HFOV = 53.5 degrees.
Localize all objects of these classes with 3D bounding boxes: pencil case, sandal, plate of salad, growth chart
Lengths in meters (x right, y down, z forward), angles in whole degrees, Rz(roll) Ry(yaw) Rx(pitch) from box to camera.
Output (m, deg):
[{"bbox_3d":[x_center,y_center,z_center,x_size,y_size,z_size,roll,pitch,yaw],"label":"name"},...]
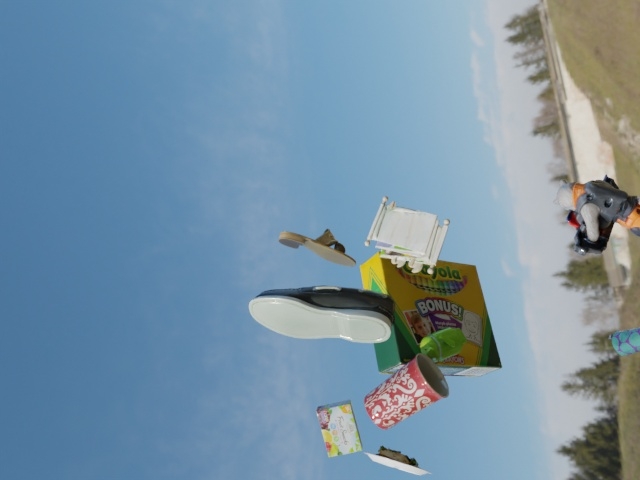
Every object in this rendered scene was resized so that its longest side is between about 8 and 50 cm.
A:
[{"bbox_3d":[0.813,0.245,1.615,0.064,0.152,0.070,21,-116,-11],"label":"pencil case"},{"bbox_3d":[0.003,-0.002,1.772,0.240,0.088,0.079,19,-112,-20],"label":"sandal"},{"bbox_3d":[0.220,0.621,1.800,0.200,0.199,0.048,42,-122,-52],"label":"plate of salad"},{"bbox_3d":[0.222,-0.013,1.659,0.021,0.237,0.172,35,-100,-51],"label":"growth chart"}]

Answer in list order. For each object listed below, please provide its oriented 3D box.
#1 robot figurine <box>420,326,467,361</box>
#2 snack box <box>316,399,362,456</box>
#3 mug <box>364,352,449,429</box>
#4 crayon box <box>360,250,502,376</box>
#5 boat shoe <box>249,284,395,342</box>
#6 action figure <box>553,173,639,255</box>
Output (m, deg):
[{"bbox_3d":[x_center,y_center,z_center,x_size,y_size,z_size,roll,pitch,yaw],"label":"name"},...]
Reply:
[{"bbox_3d":[0.287,0.247,1.504,0.101,0.115,0.067,109,140,-58],"label":"robot figurine"},{"bbox_3d":[0.055,0.530,1.793,0.037,0.100,0.141,-54,-51,-81],"label":"snack box"},{"bbox_3d":[0.200,0.350,1.459,0.113,0.169,0.150,57,-158,19],"label":"mug"},{"bbox_3d":[0.305,0.208,1.755,0.363,0.106,0.313,9,-120,-31],"label":"crayon box"},{"bbox_3d":[0.005,0.143,1.323,0.091,0.302,0.114,-69,-15,-47],"label":"boat shoe"},{"bbox_3d":[0.778,-0.110,1.637,0.341,0.330,0.178,-60,-28,-43],"label":"action figure"}]
